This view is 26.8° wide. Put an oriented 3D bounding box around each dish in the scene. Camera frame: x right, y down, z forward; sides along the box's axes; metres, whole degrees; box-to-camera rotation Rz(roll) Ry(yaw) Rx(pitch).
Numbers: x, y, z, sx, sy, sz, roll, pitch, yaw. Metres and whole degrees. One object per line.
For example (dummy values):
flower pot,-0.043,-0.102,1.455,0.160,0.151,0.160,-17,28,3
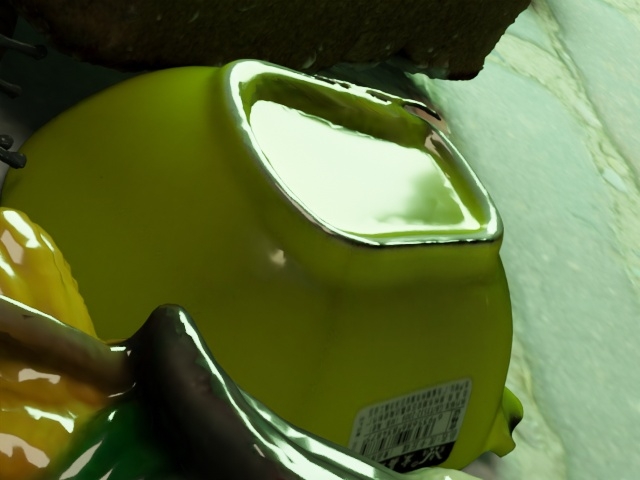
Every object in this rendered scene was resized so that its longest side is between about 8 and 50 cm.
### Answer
dish,0.000,0.000,0.603,0.262,0.108,0.221,8,44,-40

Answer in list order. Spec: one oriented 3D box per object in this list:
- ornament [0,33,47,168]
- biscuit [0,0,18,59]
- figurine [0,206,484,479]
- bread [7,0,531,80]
ornament,-0.167,-0.085,0.548,0.125,0.028,0.073,39,39,-37
biscuit,-0.279,-0.165,0.591,0.318,0.040,0.318,28,32,-20
figurine,-0.049,0.084,0.372,0.204,0.185,0.332,-27,70,-19
bread,-0.029,-0.169,0.753,0.165,0.113,0.416,46,26,18
